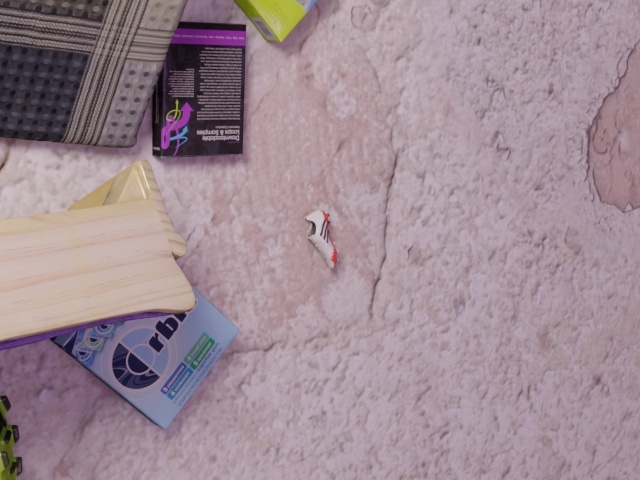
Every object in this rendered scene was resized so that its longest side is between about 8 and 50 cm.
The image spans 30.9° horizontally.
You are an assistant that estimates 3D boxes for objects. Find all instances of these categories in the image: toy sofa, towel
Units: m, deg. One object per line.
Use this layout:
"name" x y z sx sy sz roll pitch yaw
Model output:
"toy sofa" -0.310 0.038 1.151 0.363 0.150 0.177 -13 78 -51
"towel" -0.284 -0.243 1.187 0.312 0.056 0.324 3 128 -36

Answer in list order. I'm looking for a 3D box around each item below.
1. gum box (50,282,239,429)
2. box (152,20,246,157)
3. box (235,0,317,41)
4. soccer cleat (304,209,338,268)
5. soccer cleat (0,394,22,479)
"gum box" -0.208 0.114 1.398 0.157 0.041 0.184 -53 124 -16
"box" -0.147 -0.182 1.393 0.116 0.029 0.162 -4 100 -36
"box" -0.034 -0.346 1.437 0.178 0.042 0.109 -52 125 -16
"soccer cleat" 0.000 0.000 1.542 0.036 0.029 0.083 -19 107 -24
"soccer cleat" -0.413 0.179 1.245 0.121 0.093 0.289 -18 118 -1
